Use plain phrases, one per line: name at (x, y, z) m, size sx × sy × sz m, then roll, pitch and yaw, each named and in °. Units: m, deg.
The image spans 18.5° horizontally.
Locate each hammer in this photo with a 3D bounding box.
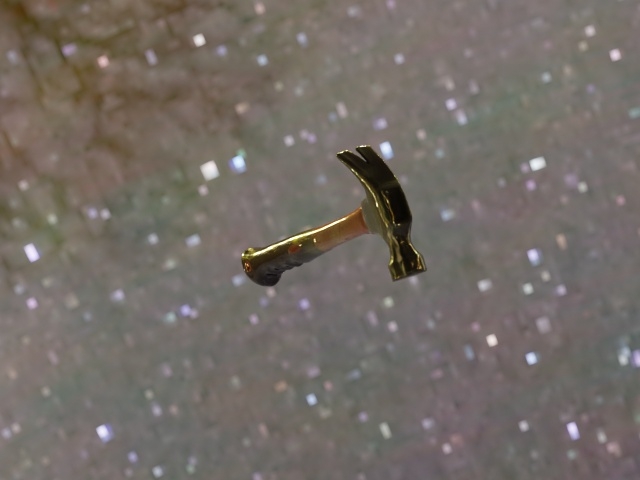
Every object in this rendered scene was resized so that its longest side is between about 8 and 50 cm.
hammer at (0.001, 0.000, 1.613) m, size 0.033 × 0.111 × 0.287 m, roll -14°, pitch 175°, yaw -26°
